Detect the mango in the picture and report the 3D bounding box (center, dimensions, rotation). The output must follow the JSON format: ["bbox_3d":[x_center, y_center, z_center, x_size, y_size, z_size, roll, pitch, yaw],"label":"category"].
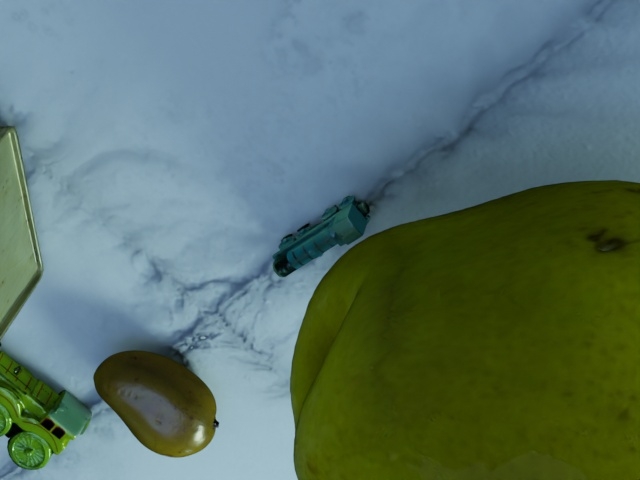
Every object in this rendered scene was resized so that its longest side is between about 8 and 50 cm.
[{"bbox_3d":[-0.139,0.136,1.235,0.114,0.060,0.080,34,120,-4],"label":"mango"}]

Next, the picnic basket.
[{"bbox_3d":[-0.285,-0.006,1.149,0.079,0.115,0.164,5,122,13],"label":"picnic basket"}]

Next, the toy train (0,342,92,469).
[{"bbox_3d":[-0.317,0.103,1.267,0.249,0.053,0.085,40,114,-11],"label":"toy train"}]

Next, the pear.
[{"bbox_3d":[0.183,0.141,0.982,0.418,0.362,0.362,22,124,-6],"label":"pear"}]

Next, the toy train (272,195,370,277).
[{"bbox_3d":[0.000,0.000,1.125,0.092,0.045,0.029,-32,107,26],"label":"toy train"}]
